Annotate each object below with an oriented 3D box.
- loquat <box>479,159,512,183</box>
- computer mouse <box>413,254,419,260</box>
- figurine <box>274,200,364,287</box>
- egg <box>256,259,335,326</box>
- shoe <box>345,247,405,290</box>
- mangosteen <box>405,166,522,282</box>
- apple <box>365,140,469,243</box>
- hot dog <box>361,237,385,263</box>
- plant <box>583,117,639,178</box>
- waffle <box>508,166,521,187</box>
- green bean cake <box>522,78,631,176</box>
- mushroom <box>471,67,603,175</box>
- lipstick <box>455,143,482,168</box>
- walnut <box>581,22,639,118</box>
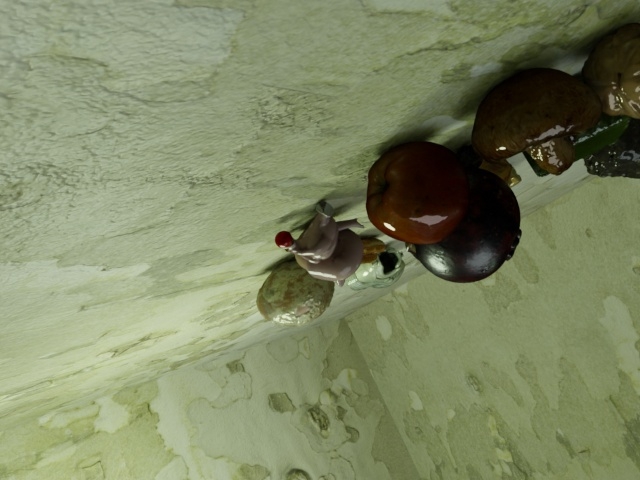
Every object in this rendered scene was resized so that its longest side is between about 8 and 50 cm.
[{"bbox_3d":[0.493,-0.188,1.921,0.137,0.113,0.137,-39,169,-9],"label":"loquat"},{"bbox_3d":[0.397,0.012,2.428,0.269,0.170,0.100,-13,153,-48],"label":"computer mouse"},{"bbox_3d":[0.000,0.000,1.691,0.186,0.176,0.287,14,169,28],"label":"figurine"},{"bbox_3d":[-0.076,0.162,2.022,0.245,0.203,0.203,-25,168,-9],"label":"egg"},{"bbox_3d":[0.260,0.101,2.618,0.342,0.132,0.210,-7,161,-47],"label":"shoe"},{"bbox_3d":[0.344,-0.045,1.648,0.311,0.311,0.311,-25,168,-6],"label":"mangosteen"},{"bbox_3d":[0.208,-0.105,1.435,0.234,0.234,0.234,-25,168,-6],"label":"apple"},{"bbox_3d":[0.143,0.032,2.241,0.104,0.076,0.250,-52,163,20],"label":"hot dog"},{"bbox_3d":[0.839,-0.303,1.943,0.312,0.213,0.215,12,162,-4],"label":"plant"},{"bbox_3d":[0.467,-0.118,2.171,0.348,0.078,0.304,-25,169,-45],"label":"waffle"},{"bbox_3d":[0.612,-0.282,1.639,0.249,0.156,0.247,-29,166,17],"label":"green bean cake"},{"bbox_3d":[0.439,-0.240,1.367,0.263,0.195,0.283,-22,154,24],"label":"mushroom"},{"bbox_3d":[0.355,-0.157,1.843,0.077,0.077,0.418,-23,166,-14],"label":"lipstick"},{"bbox_3d":[0.650,-0.347,1.368,0.245,0.198,0.198,-19,167,-46],"label":"walnut"}]
